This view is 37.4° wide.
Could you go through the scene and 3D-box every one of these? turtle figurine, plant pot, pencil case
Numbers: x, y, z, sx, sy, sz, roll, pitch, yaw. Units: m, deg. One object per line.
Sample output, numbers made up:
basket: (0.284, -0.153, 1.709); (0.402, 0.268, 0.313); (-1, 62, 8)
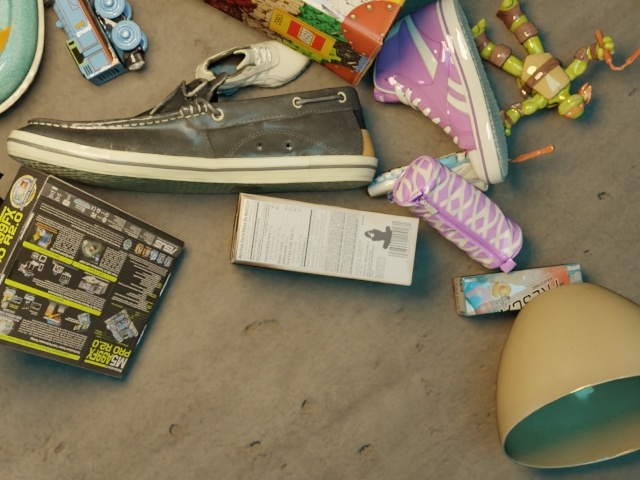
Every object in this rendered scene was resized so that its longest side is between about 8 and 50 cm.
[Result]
turtle figurine: (0.333, -0.261, 1.401); (0.269, 0.087, 0.217); (-41, 82, 9)
plant pot: (0.368, 0.171, 1.320); (0.284, 0.284, 0.191); (-6, 55, -7)
pencil case: (0.196, -0.038, 1.337); (0.206, 0.088, 0.086); (32, 113, -26)

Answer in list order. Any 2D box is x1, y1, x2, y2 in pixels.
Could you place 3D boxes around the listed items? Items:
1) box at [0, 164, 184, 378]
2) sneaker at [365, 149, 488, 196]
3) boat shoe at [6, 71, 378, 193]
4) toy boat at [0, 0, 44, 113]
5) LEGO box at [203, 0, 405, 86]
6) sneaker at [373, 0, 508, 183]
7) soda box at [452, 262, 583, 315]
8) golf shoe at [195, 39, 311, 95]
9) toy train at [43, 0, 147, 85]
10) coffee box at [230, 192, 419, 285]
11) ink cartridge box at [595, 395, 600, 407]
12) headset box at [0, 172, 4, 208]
box: (-0.321, 0.050, 1.235); (0.060, 0.270, 0.216); (21, 85, 35)
sneaker: (0.162, -0.079, 1.386); (0.191, 0.071, 0.082); (-14, 95, -7)
boat shoe: (-0.166, -0.147, 1.295); (0.500, 0.187, 0.155); (-1, 88, -13)
toy boat: (-0.537, -0.289, 1.271); (0.318, 0.148, 0.267); (-1, 88, -7)
LEGO box: (0.012, -0.530, 1.299); (0.373, 0.193, 0.500); (27, 79, -5)
sneaker: (0.166, -0.194, 1.361); (0.161, 0.102, 0.282); (-21, 75, 19)
soda box: (0.292, 0.072, 1.395); (0.183, 0.063, 0.058); (-7, 89, -7)
golf shoe: (-0.091, -0.253, 1.354); (0.176, 0.086, 0.069); (-20, 88, -9)
toy train: (-0.320, -0.314, 1.335); (0.105, 0.080, 0.184); (-28, 91, -1)
coffee box: (0.000, 0.000, 1.326); (0.247, 0.141, 0.098); (8, 88, -5)
ink cartridge box: (0.543, 0.236, 1.434); (0.225, 0.056, 0.181); (21, 85, 11)
headset box: (-0.522, 0.016, 1.224); (0.293, 0.218, 0.110); (-44, 93, -6)
